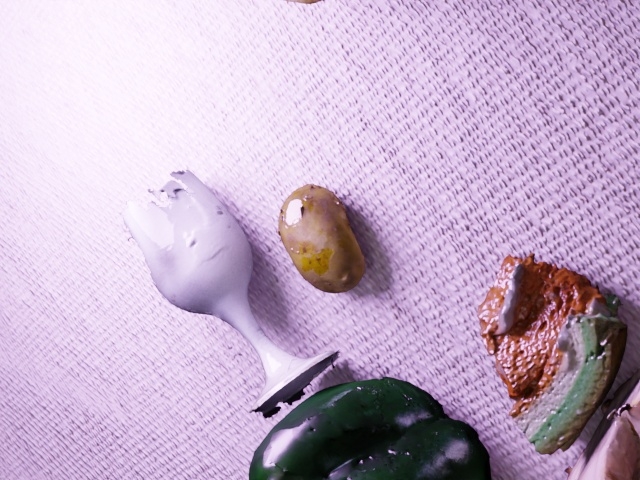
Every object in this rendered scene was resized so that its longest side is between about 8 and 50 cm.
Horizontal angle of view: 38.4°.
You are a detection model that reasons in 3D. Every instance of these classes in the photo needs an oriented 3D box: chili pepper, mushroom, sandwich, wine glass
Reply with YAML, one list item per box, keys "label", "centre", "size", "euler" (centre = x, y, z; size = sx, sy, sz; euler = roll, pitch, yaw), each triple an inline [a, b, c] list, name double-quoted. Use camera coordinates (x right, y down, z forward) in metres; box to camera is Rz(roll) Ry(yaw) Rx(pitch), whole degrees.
- label: "chili pepper"
  centre: [0.046, 0.293, 1.032]
  size: [0.233, 0.257, 0.248]
  euler: [15, 110, 41]
- label: "mushroom"
  centre: [0.330, 0.251, 0.915]
  size: [0.151, 0.156, 0.285]
  euler: [25, 125, 12]
- label: "sandwich"
  centre: [0.228, 0.120, 0.964]
  size: [0.160, 0.109, 0.184]
  euler: [27, 113, 22]
- label: "wine glass"
  centre: [-0.117, 0.063, 1.147]
  size: [0.321, 0.143, 0.143]
  euler: [51, 121, 14]

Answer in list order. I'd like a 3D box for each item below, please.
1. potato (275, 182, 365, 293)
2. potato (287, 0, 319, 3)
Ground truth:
- label: "potato"
  centre: [0.000, 0.000, 1.098]
  size: [0.092, 0.070, 0.137]
  euler: [-26, 87, 34]
- label: "potato"
  centre: [0.025, -0.361, 0.905]
  size: [0.196, 0.246, 0.299]
  euler: [32, 121, 26]
